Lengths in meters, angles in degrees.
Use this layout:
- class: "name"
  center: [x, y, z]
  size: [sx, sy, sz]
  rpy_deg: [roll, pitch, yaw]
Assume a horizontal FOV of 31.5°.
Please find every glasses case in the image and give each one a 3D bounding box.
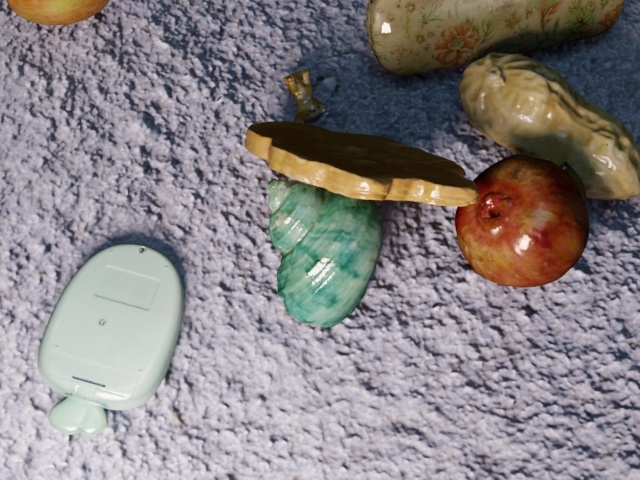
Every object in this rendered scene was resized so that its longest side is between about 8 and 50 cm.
- class: "glasses case"
  center: [0.281, -0.370, 1.803]
  size: [0.425, 0.157, 0.098]
  rpy_deg: [-13, 30, -8]

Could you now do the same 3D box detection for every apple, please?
- class: "apple"
  center: [-0.420, -0.433, 1.788]
  size: [0.173, 0.188, 0.188]
  rpy_deg: [-16, 66, -4]

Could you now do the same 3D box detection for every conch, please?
- class: "conch"
  center: [-0.002, -0.003, 1.628]
  size: [0.196, 0.134, 0.202]
  rpy_deg: [-41, 73, -20]

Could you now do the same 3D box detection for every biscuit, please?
- class: "biscuit"
  center: [0.059, -0.107, 1.636]
  size: [0.376, 0.051, 0.269]
  rpy_deg: [20, 21, 33]

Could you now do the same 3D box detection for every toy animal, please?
- class: "toy animal"
  center: [-0.028, -0.222, 1.785]
  size: [0.060, 0.081, 0.083]
  rpy_deg: [-23, 104, -21]

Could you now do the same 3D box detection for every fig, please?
- class: "fig"
  center: [0.301, -0.025, 1.631]
  size: [0.205, 0.205, 0.205]
  rpy_deg: [1, 65, -2]

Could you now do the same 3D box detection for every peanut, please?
- class: "peanut"
  center: [0.353, -0.172, 1.714]
  size: [0.325, 0.153, 0.140]
  rpy_deg: [38, 73, 22]

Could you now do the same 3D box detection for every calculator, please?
- class: "calculator"
  center: [-0.296, 0.136, 1.602]
  size: [0.184, 0.042, 0.295]
  rpy_deg: [15, 64, 5]
